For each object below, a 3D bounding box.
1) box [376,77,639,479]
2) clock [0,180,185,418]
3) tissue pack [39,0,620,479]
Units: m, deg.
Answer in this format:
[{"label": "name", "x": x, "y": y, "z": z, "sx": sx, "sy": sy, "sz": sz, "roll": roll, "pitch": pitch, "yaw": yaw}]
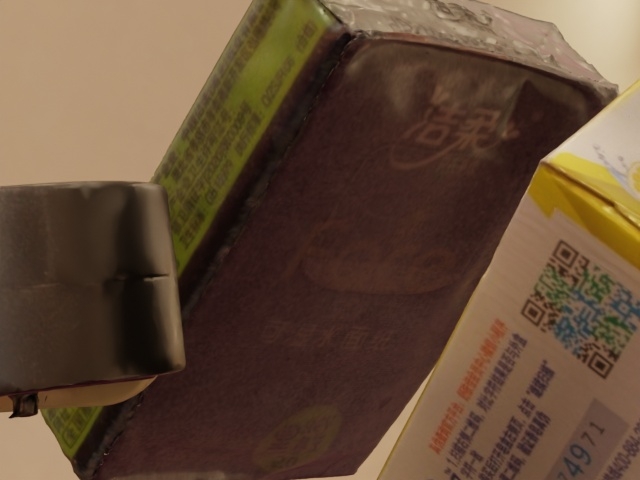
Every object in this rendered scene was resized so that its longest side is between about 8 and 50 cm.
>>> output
[{"label": "box", "x": 0.118, "y": 0.055, "z": 0.746, "sx": 0.097, "sy": 0.168, "sz": 0.265, "roll": 37, "pitch": -45, "yaw": 15}, {"label": "clock", "x": -0.238, "y": 0.038, "z": 0.648, "sx": 0.379, "sy": 0.120, "sz": 0.276, "roll": -3, "pitch": -4, "yaw": -26}, {"label": "tissue pack", "x": 0.000, "y": 0.000, "z": 1.291, "sx": 0.288, "sy": 0.394, "sz": 0.124, "roll": 6, "pitch": 35, "yaw": -45}]
